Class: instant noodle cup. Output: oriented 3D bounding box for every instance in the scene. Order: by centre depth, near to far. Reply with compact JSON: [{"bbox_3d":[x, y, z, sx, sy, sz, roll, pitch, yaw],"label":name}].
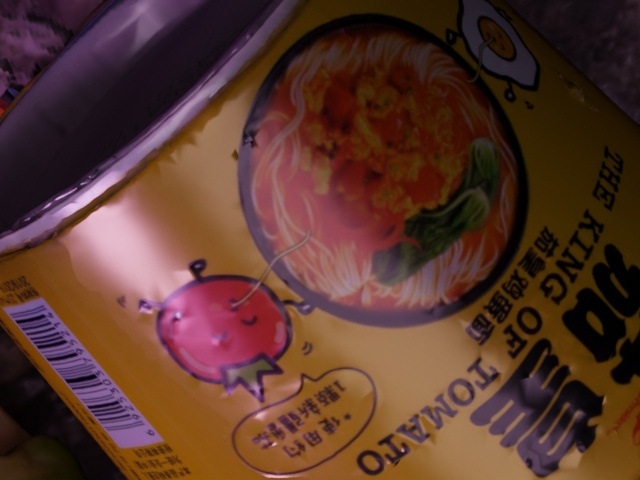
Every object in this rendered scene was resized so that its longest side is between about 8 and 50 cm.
[{"bbox_3d":[0.000,0.000,0.868,0.325,0.325,0.254,-43,110,3],"label":"instant noodle cup"}]

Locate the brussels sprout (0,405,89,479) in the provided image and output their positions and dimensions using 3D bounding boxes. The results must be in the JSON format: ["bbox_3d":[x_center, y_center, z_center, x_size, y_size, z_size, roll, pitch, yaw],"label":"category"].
[{"bbox_3d":[-0.190,0.191,0.938,0.219,0.210,0.271,-19,103,-17],"label":"brussels sprout"}]

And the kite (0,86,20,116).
[{"bbox_3d":[-0.182,-0.043,0.941,0.090,0.004,0.122,-40,120,0],"label":"kite"}]
